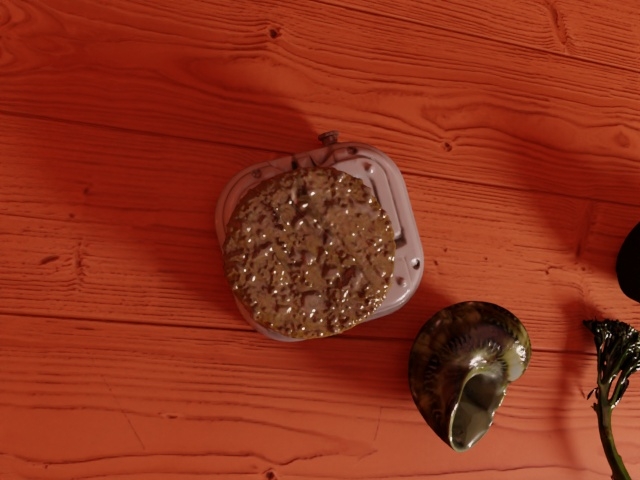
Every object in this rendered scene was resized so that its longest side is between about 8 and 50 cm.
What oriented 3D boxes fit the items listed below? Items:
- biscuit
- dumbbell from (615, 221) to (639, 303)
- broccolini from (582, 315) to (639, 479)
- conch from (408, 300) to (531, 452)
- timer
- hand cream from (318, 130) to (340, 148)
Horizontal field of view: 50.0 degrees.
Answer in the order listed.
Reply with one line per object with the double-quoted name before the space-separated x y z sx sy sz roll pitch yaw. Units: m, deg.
"biscuit" -0.010 0.014 0.835 0.219 0.033 0.220 0 89 -13
"dumbbell" 0.595 0.058 1.069 0.218 0.152 0.152 22 73 -13
"broccolini" 0.468 0.250 1.036 0.123 0.062 0.271 2 73 -3
"conch" 0.202 0.172 0.936 0.181 0.124 0.187 -11 108 -30
"timer" 0.000 0.000 0.898 0.262 0.087 0.237 -15 92 -11
"hand cream" 0.039 -0.051 0.968 0.067 0.043 0.210 -14 89 -14
